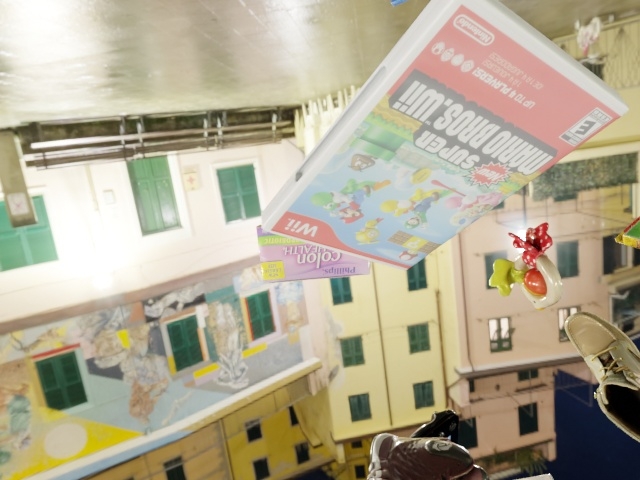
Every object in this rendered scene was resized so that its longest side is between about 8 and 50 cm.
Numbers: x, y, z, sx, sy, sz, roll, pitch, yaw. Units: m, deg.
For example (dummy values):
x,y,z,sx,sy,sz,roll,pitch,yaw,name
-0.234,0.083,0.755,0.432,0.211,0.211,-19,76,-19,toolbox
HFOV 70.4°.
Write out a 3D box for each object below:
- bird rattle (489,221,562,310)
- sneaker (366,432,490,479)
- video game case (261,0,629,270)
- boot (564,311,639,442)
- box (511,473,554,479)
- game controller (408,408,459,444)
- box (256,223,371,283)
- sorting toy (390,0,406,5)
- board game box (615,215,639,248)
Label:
x,y,z,sx,sy,sz,roll,pitch,yaw,name
0.603,0.082,1.272,0.143,0.207,0.254,-16,150,-19,bird rattle
0.143,0.347,0.593,0.162,0.107,0.281,-15,-166,15,sneaker
0.097,-0.068,0.428,0.203,0.025,0.285,16,140,-29,video game case
0.450,0.202,0.697,0.165,0.213,0.077,8,133,-48,boot
0.470,0.651,1.024,0.180,0.182,0.119,-17,167,12,box
0.286,0.573,1.162,0.166,0.319,0.067,-31,-143,-33,game controller
0.000,0.000,0.980,0.213,0.118,0.243,-5,-171,9,box
0.241,-0.639,0.997,0.195,0.348,0.047,-14,143,39,sorting toy
0.785,-0.005,0.958,0.124,0.039,0.259,-35,-152,-16,board game box
